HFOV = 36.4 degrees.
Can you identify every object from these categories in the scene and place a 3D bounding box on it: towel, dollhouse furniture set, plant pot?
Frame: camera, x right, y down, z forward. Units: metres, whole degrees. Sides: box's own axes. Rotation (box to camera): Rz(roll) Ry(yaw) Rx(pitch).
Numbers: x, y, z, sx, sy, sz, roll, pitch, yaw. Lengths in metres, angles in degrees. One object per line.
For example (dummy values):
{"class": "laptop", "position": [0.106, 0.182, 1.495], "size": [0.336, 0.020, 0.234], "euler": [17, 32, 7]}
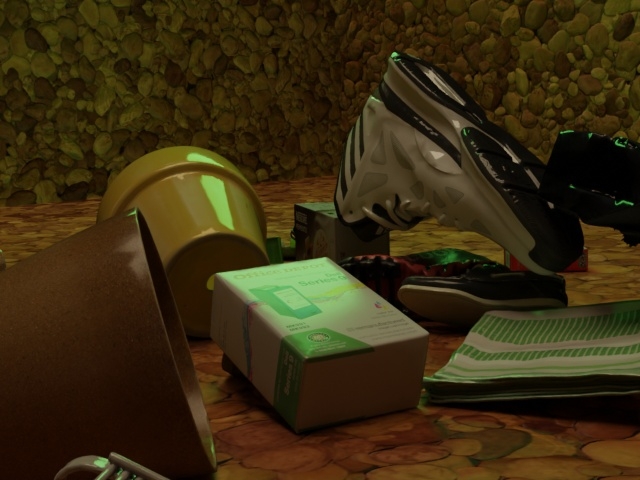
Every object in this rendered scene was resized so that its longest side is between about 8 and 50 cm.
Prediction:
{"class": "towel", "position": [0.271, 0.123, 1.133], "size": [0.248, 0.038, 0.325], "euler": [-6, 6, 23]}
{"class": "dollhouse furniture set", "position": [-0.073, 0.034, 1.948], "size": [0.076, 0.058, 0.151], "euler": [-7, -12, 10]}
{"class": "plant pot", "position": [-0.182, 0.017, 1.416], "size": [0.254, 0.254, 0.239], "euler": [-5, 25, -22]}
{"class": "plant pot", "position": [-0.241, 0.120, 0.827], "size": [0.254, 0.237, 0.237], "euler": [-17, 10, -5]}

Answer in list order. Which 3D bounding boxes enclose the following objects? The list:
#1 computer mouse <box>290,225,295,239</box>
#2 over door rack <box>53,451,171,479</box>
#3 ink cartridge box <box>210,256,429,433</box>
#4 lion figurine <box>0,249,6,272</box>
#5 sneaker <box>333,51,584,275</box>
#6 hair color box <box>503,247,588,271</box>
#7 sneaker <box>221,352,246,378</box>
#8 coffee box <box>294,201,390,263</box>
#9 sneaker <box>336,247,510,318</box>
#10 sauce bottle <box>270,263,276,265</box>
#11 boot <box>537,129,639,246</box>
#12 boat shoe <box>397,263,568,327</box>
{"class": "computer mouse", "position": [0.000, 0.000, 1.955], "size": [0.106, 0.042, 0.193], "euler": [44, 10, 2]}
{"class": "over door rack", "position": [-0.024, 0.221, 0.462], "size": [0.324, 0.108, 0.239], "euler": [14, 11, 6]}
{"class": "ink cartridge box", "position": [-0.007, 0.105, 1.058], "size": [0.154, 0.093, 0.212], "euler": [-7, 24, -30]}
{"class": "lion figurine", "position": [-0.419, 0.114, 1.092], "size": [0.240, 0.142, 0.392], "euler": [-19, 22, -42]}
{"class": "sneaker", "position": [0.181, -0.053, 1.427], "size": [0.169, 0.257, 0.447], "euler": [9, 36, -41]}
{"class": "hair color box", "position": [0.416, 0.033, 1.802], "size": [0.141, 0.043, 0.072], "euler": [-3, 8, 0]}
{"class": "sneaker", "position": [-0.057, 0.132, 1.204], "size": [0.071, 0.066, 0.188], "euler": [18, 19, 14]}
{"class": "coffee box", "position": [0.034, 0.012, 1.675], "size": [0.098, 0.141, 0.246], "euler": [-3, 9, -16]}
{"class": "sneaker", "position": [0.149, 0.064, 1.456], "size": [0.276, 0.097, 0.135], "euler": [1, 9, 4]}
{"class": "sauce bottle", "position": [-0.055, 0.066, 1.661], "size": [0.042, 0.042, 0.128], "euler": [-8, 9, -39]}
{"class": "boot", "position": [0.548, -0.019, 1.211], "size": [0.445, 0.146, 0.367], "euler": [24, -11, -26]}
{"class": "boat shoe", "position": [0.225, 0.073, 1.354], "size": [0.233, 0.084, 0.079], "euler": [4, 54, 9]}
